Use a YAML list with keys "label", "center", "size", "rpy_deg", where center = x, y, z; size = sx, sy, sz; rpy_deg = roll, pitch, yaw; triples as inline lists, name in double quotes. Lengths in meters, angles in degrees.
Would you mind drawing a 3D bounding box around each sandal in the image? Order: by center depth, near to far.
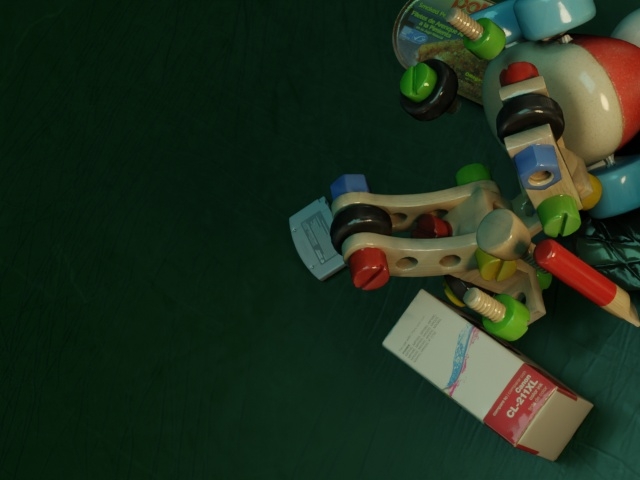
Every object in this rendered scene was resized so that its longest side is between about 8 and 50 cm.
- label: "sandal"
  center: [0.355, -0.006, 1.554]
  size: [0.219, 0.060, 0.090]
  rpy_deg: [-19, 75, 5]

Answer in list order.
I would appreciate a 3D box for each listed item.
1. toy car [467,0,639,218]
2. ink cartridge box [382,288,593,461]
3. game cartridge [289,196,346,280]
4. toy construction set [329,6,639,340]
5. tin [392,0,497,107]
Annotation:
- label: "toy car"
  center: [0.299, -0.163, 1.572]
  size: [0.238, 0.210, 0.219]
  rpy_deg: [-24, 98, -20]
- label: "ink cartridge box"
  center: [0.163, 0.131, 1.567]
  size: [0.175, 0.127, 0.072]
  rpy_deg: [37, 94, 29]
- label: "game cartridge"
  center: [0.000, 0.000, 1.745]
  size: [0.056, 0.017, 0.083]
  rpy_deg: [-31, 65, 12]
- label: "toy construction set"
  center: [0.185, -0.004, 1.445]
  size: [0.257, 0.237, 0.309]
  rpy_deg: [-51, 39, 10]
- label: "tin"
  center: [0.165, -0.204, 1.706]
  size: [0.189, 0.040, 0.106]
  rpy_deg: [29, 94, 29]
